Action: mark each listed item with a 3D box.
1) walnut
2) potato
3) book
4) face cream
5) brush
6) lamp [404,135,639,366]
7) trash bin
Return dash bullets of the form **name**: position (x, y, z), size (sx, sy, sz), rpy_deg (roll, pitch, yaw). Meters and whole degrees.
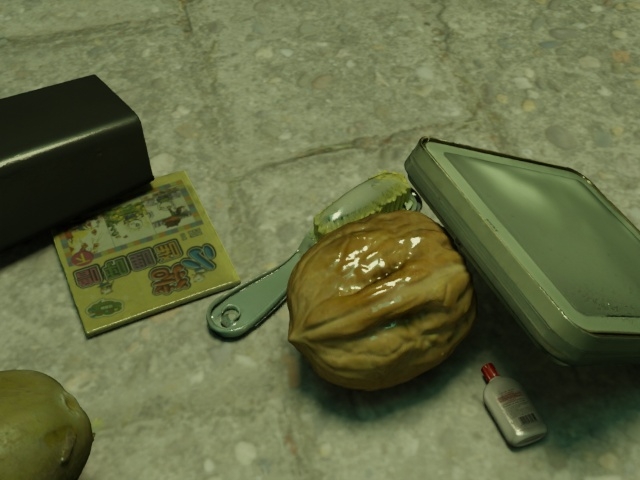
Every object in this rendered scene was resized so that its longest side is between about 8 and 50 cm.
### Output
- **walnut**: position (0.052, 0.056, 0.782), size (0.184, 0.155, 0.155), rpy_deg (-24, 50, -17)
- **potato**: position (-0.296, 0.184, 0.663), size (0.235, 0.160, 0.178), rpy_deg (-22, 41, -15)
- **book**: position (-0.197, 0.007, 0.930), size (0.168, 0.013, 0.192), rpy_deg (-19, 49, -16)
- **face cream**: position (0.172, 0.148, 0.776), size (0.040, 0.021, 0.083), rpy_deg (-15, 48, -12)
- **brush**: position (0.000, 0.000, 0.896), size (0.297, 0.060, 0.068), rpy_deg (-36, 57, -28)
- **lamp**: position (0.238, 0.008, 0.807), size (0.267, 0.047, 0.269), rpy_deg (5, 39, -36)
- **trash bin**: position (-0.323, -0.091, 0.947), size (0.225, 0.115, 0.165), rpy_deg (-26, 41, -22)
